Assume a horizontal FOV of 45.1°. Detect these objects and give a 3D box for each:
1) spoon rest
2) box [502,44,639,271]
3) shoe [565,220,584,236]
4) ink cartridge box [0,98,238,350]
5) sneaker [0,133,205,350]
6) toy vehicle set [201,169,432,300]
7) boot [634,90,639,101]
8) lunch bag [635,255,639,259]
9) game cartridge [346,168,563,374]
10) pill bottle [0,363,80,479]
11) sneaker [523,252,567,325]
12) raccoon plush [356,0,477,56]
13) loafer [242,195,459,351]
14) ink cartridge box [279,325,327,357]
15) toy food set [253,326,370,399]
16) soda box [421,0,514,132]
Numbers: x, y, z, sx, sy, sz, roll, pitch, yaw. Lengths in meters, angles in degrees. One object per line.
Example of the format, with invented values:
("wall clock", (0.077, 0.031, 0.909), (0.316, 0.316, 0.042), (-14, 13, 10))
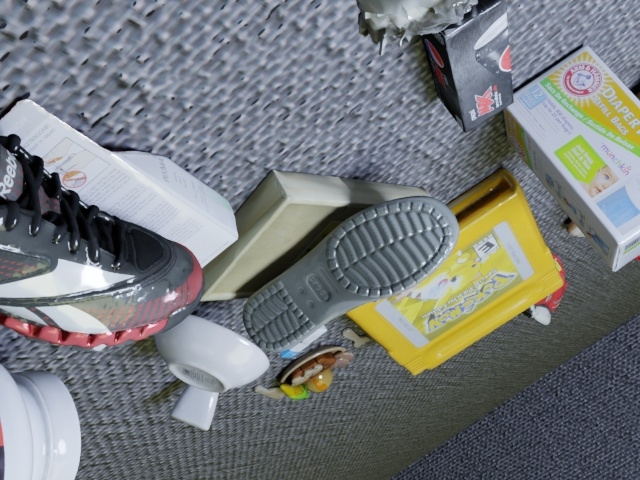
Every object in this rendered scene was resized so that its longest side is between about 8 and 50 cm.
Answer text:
("spoon rest", (-0.135, 0.146, 0.913), (0.276, 0.137, 0.084), (115, -3, -59))
("box", (0.300, -0.089, 0.829), (0.114, 0.203, 0.103), (-35, 156, 4))
("shoe", (0.519, -0.045, 1.333), (0.219, 0.058, 0.076), (-19, 153, -24))
("ink cartridge box", (-0.203, -0.011, 0.618), (0.181, 0.056, 0.224), (-38, 136, 15))
("sneaker", (-0.194, 0.001, 0.519), (0.276, 0.098, 0.135), (11, 131, -32))
("toy vehicle set", (0.000, 0.000, 0.859), (0.266, 0.035, 0.166), (1, 140, -50))
("boot", (0.416, -0.201, 0.899), (0.236, 0.089, 0.269), (-39, 158, -12))
("lunch bag", (0.567, -0.093, 1.143), (0.293, 0.120, 0.258), (-4, 104, -45))
("game cartridge", (0.198, 0.067, 1.116), (0.285, 0.053, 0.324), (-34, 142, 8))
("pill bottle", (-0.366, 0.181, 0.614), (0.323, 0.181, 0.181), (2, 140, -50))
("sneaker", (0.376, 0.068, 1.375), (0.118, 0.107, 0.279), (-56, 153, 6))
("raccoon plush", (0.209, -0.172, 0.376), (0.216, 0.446, 0.299), (-54, 178, -45))
("loafer", (0.030, 0.028, 0.818), (0.251, 0.094, 0.087), (-29, -178, 17))
("ink cartridge box", (-0.025, 0.114, 1.030), (0.083, 0.048, 0.028), (-39, 154, 18))
("toy food set", (-0.006, 0.215, 1.256), (0.192, 0.038, 0.132), (-34, 155, 7))
("soda box", (0.129, -0.164, 0.674), (0.060, 0.053, 0.169), (-32, 156, 4))
